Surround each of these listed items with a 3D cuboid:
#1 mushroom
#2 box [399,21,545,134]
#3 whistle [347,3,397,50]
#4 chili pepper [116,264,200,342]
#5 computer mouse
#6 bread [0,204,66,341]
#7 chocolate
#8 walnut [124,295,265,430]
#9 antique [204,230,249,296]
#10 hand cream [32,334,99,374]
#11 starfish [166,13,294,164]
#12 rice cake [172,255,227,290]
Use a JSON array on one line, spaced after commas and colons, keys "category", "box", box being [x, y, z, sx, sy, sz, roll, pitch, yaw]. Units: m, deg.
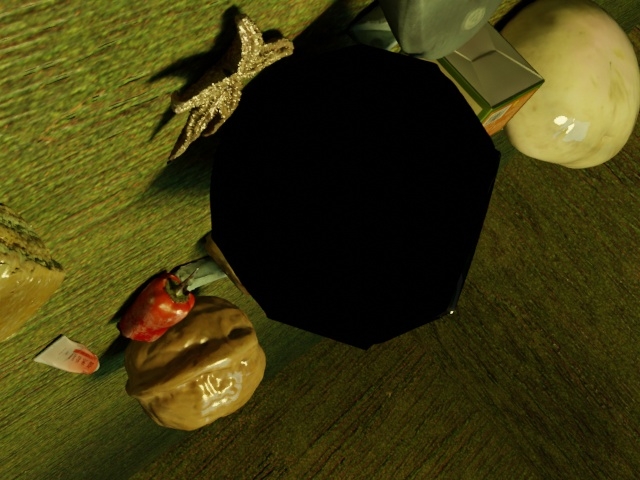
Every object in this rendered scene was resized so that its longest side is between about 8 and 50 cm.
[{"category": "mushroom", "box": [0.460, -0.281, 2.192, 0.353, 0.325, 0.353, -47, 175, -5]}, {"category": "box", "box": [0.227, -0.254, 1.848, 0.195, 0.177, 0.148, -31, 165, -47]}, {"category": "whistle", "box": [0.171, -0.358, 1.530, 0.312, 0.062, 0.062, -41, 170, -8]}, {"category": "chili pepper", "box": [-0.251, 0.098, 1.826, 0.192, 0.084, 0.086, -44, -157, 28]}, {"category": "computer mouse", "box": [0.131, -0.341, 1.286, 0.188, 0.122, 0.371, -44, 164, -6]}, {"category": "bread", "box": [-0.351, 0.036, 1.127, 0.138, 0.102, 0.196, -44, 169, -2]}, {"category": "chocolate", "box": [0.058, -0.056, 1.530, 0.383, 0.383, 0.331, -43, 169, 8]}, {"category": "walnut", "box": [-0.228, 0.220, 2.014, 0.257, 0.224, 0.257, -22, -173, 3]}, {"category": "antique", "box": [-0.048, -0.033, 1.893, 0.284, 0.125, 0.150, -40, 171, -3]}, {"category": "hand cream", "box": [-0.395, 0.185, 1.803, 0.216, 0.038, 0.052, 60, 51, -76]}, {"category": "starfish", "box": [-0.105, -0.182, 1.285, 0.240, 0.043, 0.227, -36, 171, -46]}, {"category": "rice cake", "box": [-0.195, 0.053, 1.951, 0.034, 0.043, 0.211, -51, 168, 21]}]
